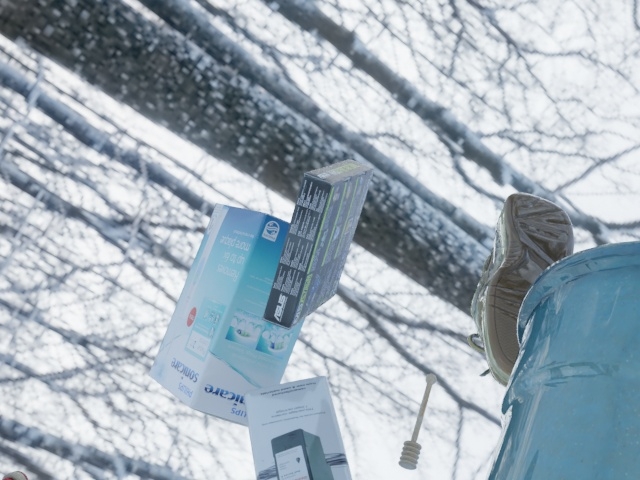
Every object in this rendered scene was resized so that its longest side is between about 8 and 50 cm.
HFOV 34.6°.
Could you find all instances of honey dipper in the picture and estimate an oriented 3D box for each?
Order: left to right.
[{"bbox_3d":[0.155,0.281,1.607,0.030,0.030,0.161,-20,-140,45],"label":"honey dipper"}]

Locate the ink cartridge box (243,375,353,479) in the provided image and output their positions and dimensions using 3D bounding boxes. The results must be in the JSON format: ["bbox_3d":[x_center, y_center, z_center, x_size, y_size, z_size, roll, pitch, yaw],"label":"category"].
[{"bbox_3d":[-0.012,0.353,1.327,0.121,0.211,0.289,-11,-147,-3],"label":"ink cartridge box"}]

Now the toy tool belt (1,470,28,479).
[{"bbox_3d":[-0.211,0.198,0.733,0.083,0.051,0.052,40,-79,21],"label":"toy tool belt"}]

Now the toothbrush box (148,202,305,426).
[{"bbox_3d":[-0.123,0.107,1.537,0.216,0.126,0.295,15,-96,64],"label":"toothbrush box"}]

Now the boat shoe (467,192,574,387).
[{"bbox_3d":[0.209,0.063,1.049,0.285,0.104,0.089,-67,178,-52],"label":"boat shoe"}]

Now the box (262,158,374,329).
[{"bbox_3d":[0.000,0.000,1.283,0.184,0.045,0.191,-26,135,-67],"label":"box"}]

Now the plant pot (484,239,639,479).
[{"bbox_3d":[0.223,0.236,0.638,0.341,0.341,0.334,-9,-137,51],"label":"plant pot"}]
